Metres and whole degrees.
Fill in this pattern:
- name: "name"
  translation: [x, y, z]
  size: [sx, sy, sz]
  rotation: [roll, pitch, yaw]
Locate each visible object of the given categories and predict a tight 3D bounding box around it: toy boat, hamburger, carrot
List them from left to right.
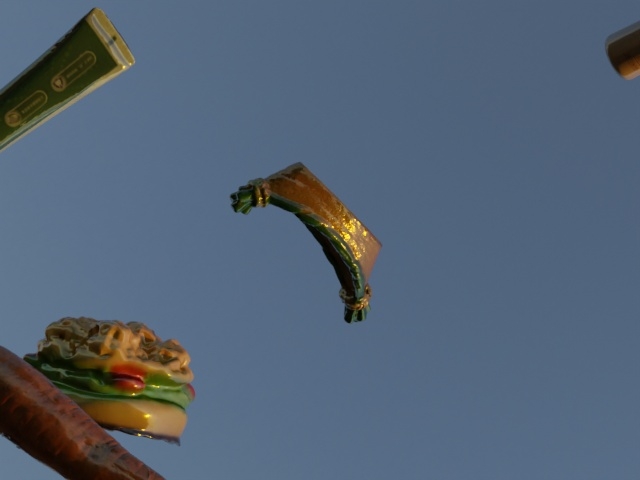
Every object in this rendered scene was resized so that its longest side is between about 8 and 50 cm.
- name: "carrot"
  translation: [-0.185, 0.153, 0.845]
  size: [0.248, 0.059, 0.059]
  rotation: [34, -57, 13]
- name: "hamburger"
  translation: [-0.270, 0.174, 1.461]
  size: [0.237, 0.237, 0.149]
  rotation: [5, -104, 22]
- name: "toy boat"
  translation: [0.000, 0.000, 1.178]
  size: [0.088, 0.089, 0.229]
  rotation: [-46, -56, 0]

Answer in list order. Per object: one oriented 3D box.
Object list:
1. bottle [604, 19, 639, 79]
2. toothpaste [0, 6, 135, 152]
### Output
- name: "bottle"
  translation: [0.303, -0.181, 0.997]
  size: [0.096, 0.045, 0.045]
  rotation: [-26, -78, 35]
- name: "toothpaste"
  translation: [-0.436, -0.173, 1.565]
  size: [0.099, 0.392, 0.061]
  rotation: [56, -11, -29]
